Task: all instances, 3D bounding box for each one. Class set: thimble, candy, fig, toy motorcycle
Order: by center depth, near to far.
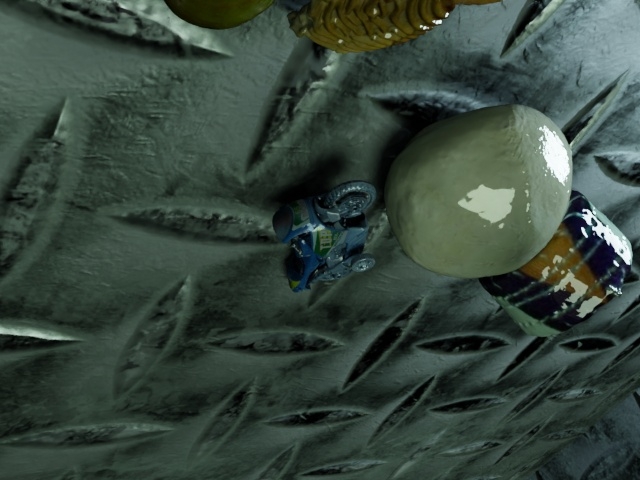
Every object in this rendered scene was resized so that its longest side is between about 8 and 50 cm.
[{"bbox_3d":[-0.037,-0.261,0.625,0.236,0.124,0.124,-21,145,-30],"label":"fig"},{"bbox_3d":[0.000,0.000,0.982,0.135,0.092,0.254,-10,150,-10],"label":"toy motorcycle"},{"bbox_3d":[0.228,-0.057,0.984,0.295,0.185,0.296,-15,146,-11],"label":"candy"},{"bbox_3d":[0.380,0.031,1.154,0.237,0.150,0.237,-44,-174,6],"label":"thimble"}]

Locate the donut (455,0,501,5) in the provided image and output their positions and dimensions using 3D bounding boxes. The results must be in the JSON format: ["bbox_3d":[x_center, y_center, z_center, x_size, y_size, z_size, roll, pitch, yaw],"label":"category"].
[{"bbox_3d":[0.165,-0.346,0.607,0.277,0.109,0.278,-7,150,-4],"label":"donut"}]

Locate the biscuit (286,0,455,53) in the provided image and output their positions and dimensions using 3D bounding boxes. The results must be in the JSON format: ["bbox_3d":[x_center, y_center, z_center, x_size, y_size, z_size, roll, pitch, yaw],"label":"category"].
[{"bbox_3d":[0.037,-0.218,0.661,0.176,0.031,0.228,-3,178,24],"label":"biscuit"}]
